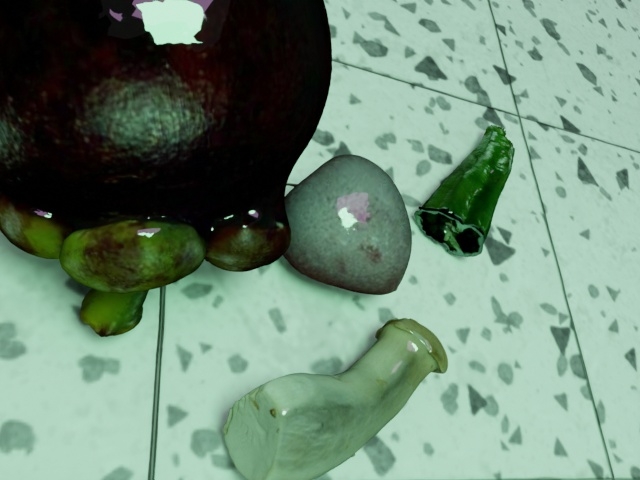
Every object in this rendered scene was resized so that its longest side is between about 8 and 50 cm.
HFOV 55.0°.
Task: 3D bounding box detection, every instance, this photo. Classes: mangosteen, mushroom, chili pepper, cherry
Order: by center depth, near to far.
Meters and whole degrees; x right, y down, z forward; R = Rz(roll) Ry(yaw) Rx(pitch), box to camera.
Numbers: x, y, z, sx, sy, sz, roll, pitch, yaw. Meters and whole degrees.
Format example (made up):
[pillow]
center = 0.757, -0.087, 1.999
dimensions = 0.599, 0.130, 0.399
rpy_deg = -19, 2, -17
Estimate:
[mangosteen]
center = -0.120, -0.114, 0.463
dimensions = 0.313, 0.297, 0.297
rpy_deg = 52, 52, -3
[mushroom]
center = 0.026, 0.134, 0.533
dimensions = 0.223, 0.081, 0.092
rpy_deg = -17, 93, -37
[cherry]
center = 0.003, 0.006, 0.583
dimensions = 0.188, 0.115, 0.148
rpy_deg = -41, 115, -24
[chili pepper]
center = 0.190, -0.081, 0.755
dimensions = 0.088, 0.059, 0.227
rpy_deg = 35, 51, -2
